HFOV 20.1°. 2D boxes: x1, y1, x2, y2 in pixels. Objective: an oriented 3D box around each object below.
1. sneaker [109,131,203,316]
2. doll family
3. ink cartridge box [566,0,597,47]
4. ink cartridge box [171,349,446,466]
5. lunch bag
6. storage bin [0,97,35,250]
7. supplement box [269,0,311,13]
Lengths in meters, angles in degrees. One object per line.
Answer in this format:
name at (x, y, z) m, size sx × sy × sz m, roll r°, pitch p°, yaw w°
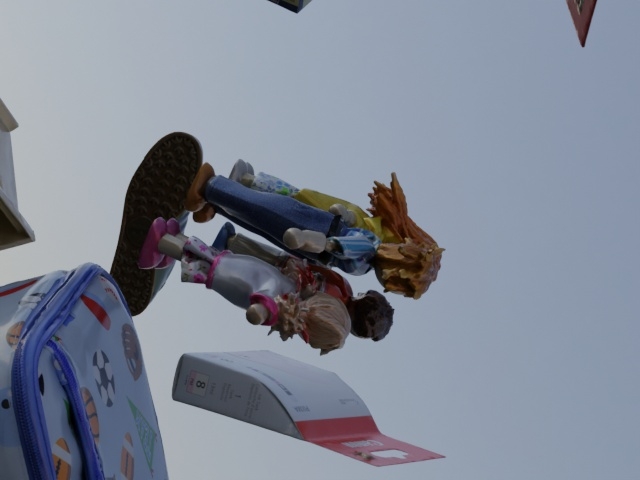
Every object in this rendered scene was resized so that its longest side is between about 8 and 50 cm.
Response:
sneaker at (-0.167, -0.019, 1.815) m, size 0.086 × 0.064 × 0.192 m, roll -58°, pitch 168°, yaw -86°
doll family at (0.000, 0.000, 1.183) m, size 0.163 × 0.118 × 0.263 m, roll 23°, pitch 4°, yaw 10°
ink cartridge box at (0.235, -0.364, 1.852) m, size 0.275 × 0.060 × 0.239 m, roll 93°, pitch -13°, yaw -63°
ink cartridge box at (-0.005, 0.165, 1.809) m, size 0.232 × 0.189 × 0.066 m, roll 11°, pitch -88°, yaw 25°
lunch bag at (-0.161, 0.181, 1.123) m, size 0.243 × 0.115 × 0.303 m, roll -76°, pitch 153°, yaw -74°
storage bin at (-0.402, -0.078, 1.443) m, size 0.260 × 0.262 × 0.123 m, roll 64°, pitch 13°, yaw -57°
supplement box at (-0.020, -0.268, 1.647) m, size 0.056 × 0.083 × 0.083 m, roll 25°, pitch -45°, yaw 18°
